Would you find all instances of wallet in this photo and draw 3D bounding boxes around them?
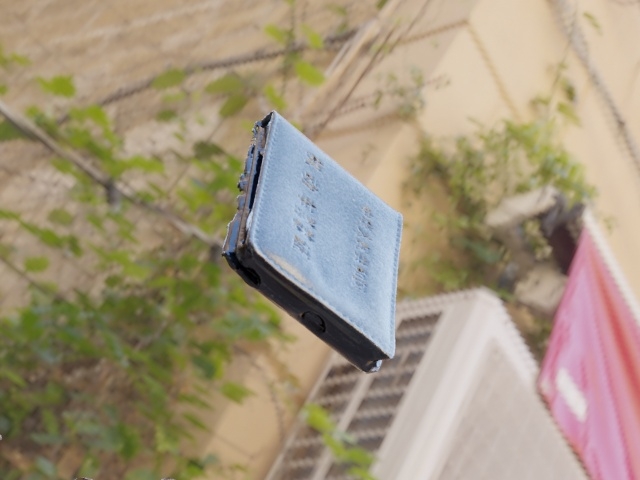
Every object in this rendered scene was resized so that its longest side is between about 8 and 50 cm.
[{"bbox_3d":[0.002,-0.001,1.336,0.167,0.222,0.036,38,-59,-19],"label":"wallet"}]

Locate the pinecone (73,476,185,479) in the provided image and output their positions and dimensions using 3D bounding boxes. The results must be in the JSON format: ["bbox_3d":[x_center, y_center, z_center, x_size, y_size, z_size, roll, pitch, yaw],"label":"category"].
[{"bbox_3d":[-0.054,0.172,0.523,0.150,0.195,0.179,-9,-26,-5],"label":"pinecone"}]
